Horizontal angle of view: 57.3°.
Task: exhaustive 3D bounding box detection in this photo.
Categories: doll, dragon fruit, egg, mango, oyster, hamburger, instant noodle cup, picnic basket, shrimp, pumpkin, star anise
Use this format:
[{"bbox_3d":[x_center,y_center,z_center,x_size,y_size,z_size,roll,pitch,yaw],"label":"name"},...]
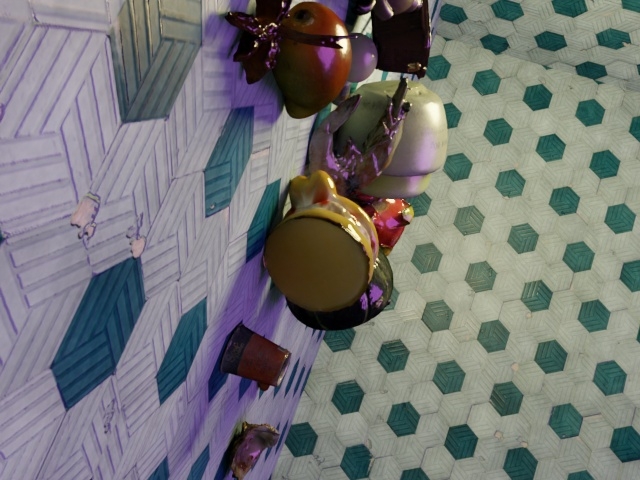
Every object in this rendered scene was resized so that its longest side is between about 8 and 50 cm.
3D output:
[{"bbox_3d":[0.128,-0.541,1.207,0.257,0.117,0.182,-7,94,-56],"label":"doll"},{"bbox_3d":[0.163,-0.104,1.914,0.226,0.305,0.306,114,-1,-66],"label":"dragon fruit"},{"bbox_3d":[0.082,-0.424,1.365,0.135,0.103,0.103,80,30,-77],"label":"egg"},{"bbox_3d":[-0.015,-0.297,0.999,0.289,0.129,0.146,104,3,-89],"label":"mango"},{"bbox_3d":[-0.232,0.671,1.877,0.204,0.111,0.396,-49,165,-19],"label":"oyster"},{"bbox_3d":[0.000,0.000,1.393,0.303,0.260,0.186,57,29,-23],"label":"hamburger"},{"bbox_3d":[-0.145,0.274,1.358,0.127,0.135,0.127,20,90,-82],"label":"instant noodle cup"},{"bbox_3d":[0.187,-0.553,1.431,0.222,0.129,0.297,69,19,-77],"label":"picnic basket"},{"bbox_3d":[0.103,-0.267,1.480,0.360,0.246,0.085,-54,-140,15],"label":"shrimp"},{"bbox_3d":[0.050,0.120,1.658,0.323,0.322,0.242,-55,132,-61],"label":"pumpkin"},{"bbox_3d":[-0.043,-0.281,0.809,0.141,0.144,0.158,-59,168,-21],"label":"star anise"}]

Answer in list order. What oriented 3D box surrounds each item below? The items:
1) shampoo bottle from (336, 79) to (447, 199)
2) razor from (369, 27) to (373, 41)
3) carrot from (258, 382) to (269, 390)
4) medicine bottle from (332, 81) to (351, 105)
[{"bbox_3d":[0.210,-0.300,1.709,0.322,0.322,0.318,-56,157,-59],"label":"shampoo bottle"},{"bbox_3d":[0.154,-0.572,1.603,0.068,0.105,0.232,99,4,-51],"label":"razor"},{"bbox_3d":[-0.171,0.425,1.818,0.210,0.061,0.061,105,9,-57],"label":"carrot"},{"bbox_3d":[0.052,-0.382,1.466,0.083,0.047,0.047,99,14,-50],"label":"medicine bottle"}]
